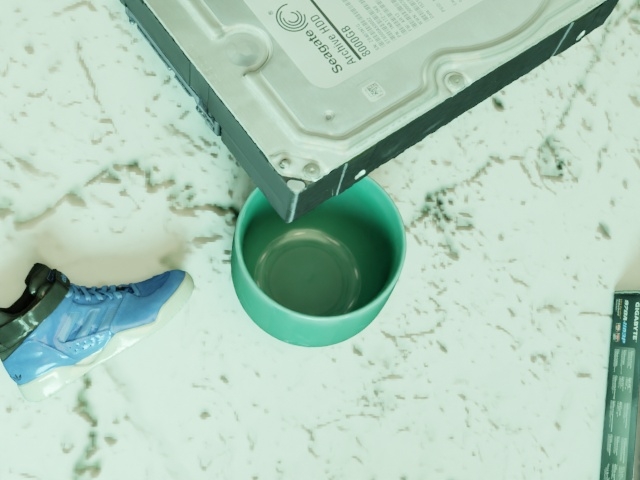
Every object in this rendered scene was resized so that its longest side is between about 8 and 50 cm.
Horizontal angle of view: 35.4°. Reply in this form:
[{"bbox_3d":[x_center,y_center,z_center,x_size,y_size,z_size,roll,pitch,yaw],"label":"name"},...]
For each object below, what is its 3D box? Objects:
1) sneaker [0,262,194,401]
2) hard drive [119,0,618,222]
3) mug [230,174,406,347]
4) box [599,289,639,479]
[{"bbox_3d":[-0.174,0.045,0.747,0.152,0.058,0.085,-32,107,-12],"label":"sneaker"},{"bbox_3d":[0.043,-0.195,0.790,0.338,0.064,0.237,-32,75,-18],"label":"hard drive"},{"bbox_3d":[0.004,0.008,0.784,0.129,0.097,0.158,42,67,11],"label":"mug"},{"bbox_3d":[0.352,0.163,0.938,0.175,0.051,0.220,8,85,-20],"label":"box"}]
